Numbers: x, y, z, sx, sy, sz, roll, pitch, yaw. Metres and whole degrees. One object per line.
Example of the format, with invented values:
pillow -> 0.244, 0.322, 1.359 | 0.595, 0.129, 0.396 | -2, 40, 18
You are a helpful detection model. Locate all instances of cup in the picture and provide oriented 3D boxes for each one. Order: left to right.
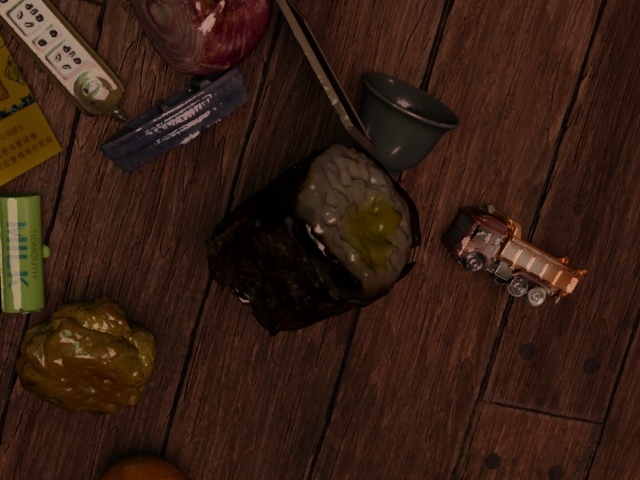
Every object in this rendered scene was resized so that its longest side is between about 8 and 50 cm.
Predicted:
cup -> 0.138, -0.202, 1.820 | 0.199, 0.199, 0.150 | 20, 115, -16

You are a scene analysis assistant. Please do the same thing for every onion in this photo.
onion -> -0.193, -0.415, 1.665 | 0.256, 0.272, 0.230 | -44, 123, -4

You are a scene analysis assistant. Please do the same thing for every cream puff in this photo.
cream puff -> -0.416, 0.209, 1.748 | 0.244, 0.244, 0.196 | 28, 63, -17

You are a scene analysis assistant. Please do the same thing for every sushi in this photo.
sushi -> -0.002, 0.000, 1.720 | 0.299, 0.294, 0.281 | -25, 85, -46

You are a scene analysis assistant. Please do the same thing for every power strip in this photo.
power strip -> -0.470, -0.352, 1.692 | 0.092, 0.066, 0.387 | -41, 107, 0

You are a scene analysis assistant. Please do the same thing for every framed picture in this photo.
framed picture -> 0.004, -0.294, 1.683 | 0.020, 0.211, 0.289 | -29, 79, 10

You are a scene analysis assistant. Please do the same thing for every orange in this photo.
orange -> -0.339, 0.501, 1.826 | 0.206, 0.206, 0.205 | -3, 102, -13

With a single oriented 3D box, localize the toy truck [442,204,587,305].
toy truck -> 0.382, 0.031, 1.942 | 0.271, 0.114, 0.135 | 27, 98, -17

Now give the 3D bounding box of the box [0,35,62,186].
box -> -0.572, -0.239, 1.663 | 0.153, 0.041, 0.278 | -38, 114, -34

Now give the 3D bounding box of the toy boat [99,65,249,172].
toy boat -> -0.258, -0.219, 1.736 | 0.283, 0.127, 0.078 | -34, 113, -6

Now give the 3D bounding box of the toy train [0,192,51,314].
toy train -> -0.559, 0.024, 1.737 | 0.157, 0.105, 0.253 | -3, 101, -24
